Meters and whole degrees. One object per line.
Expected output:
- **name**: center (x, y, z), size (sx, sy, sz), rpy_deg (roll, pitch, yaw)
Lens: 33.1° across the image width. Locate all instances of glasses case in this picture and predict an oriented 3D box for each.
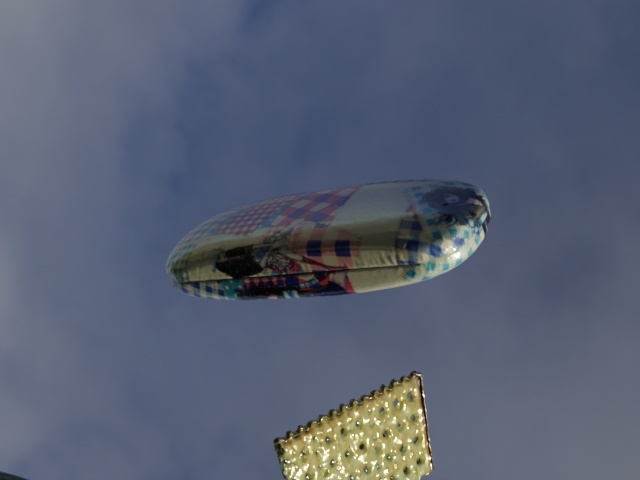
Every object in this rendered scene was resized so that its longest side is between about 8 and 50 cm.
- **glasses case**: center (0.000, 0.000, 1.001), size (0.327, 0.125, 0.076), rpy_deg (-6, -65, 32)

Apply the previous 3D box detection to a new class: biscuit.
- **biscuit**: center (0.044, 0.236, 1.172), size (0.016, 0.203, 0.144), rpy_deg (14, -60, 51)

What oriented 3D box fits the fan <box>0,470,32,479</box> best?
- **fan**: center (-0.314, 0.221, 0.991), size (0.282, 0.057, 0.023), rpy_deg (15, -117, 4)
